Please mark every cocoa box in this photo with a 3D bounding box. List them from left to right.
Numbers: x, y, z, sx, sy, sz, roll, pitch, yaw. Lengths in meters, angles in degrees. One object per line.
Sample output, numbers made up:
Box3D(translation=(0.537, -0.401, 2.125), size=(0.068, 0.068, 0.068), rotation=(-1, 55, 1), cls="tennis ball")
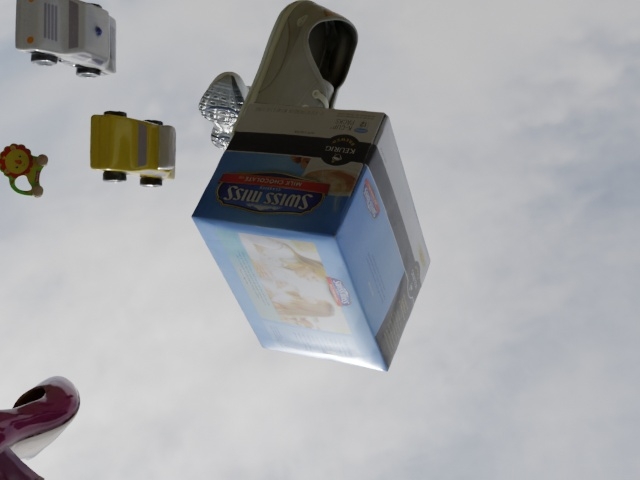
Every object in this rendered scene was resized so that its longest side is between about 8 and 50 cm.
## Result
Box3D(translation=(0.000, 0.000, 1.567), size=(0.231, 0.347, 0.228), rotation=(8, -125, 24), cls="cocoa box")

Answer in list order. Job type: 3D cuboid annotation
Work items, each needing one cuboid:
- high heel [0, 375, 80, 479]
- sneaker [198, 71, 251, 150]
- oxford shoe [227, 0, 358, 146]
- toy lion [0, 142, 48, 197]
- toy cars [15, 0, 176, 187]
Box3D(translation=(-0.448, 0.239, 1.472), size=(0.127, 0.181, 0.377), rotation=(-45, -166, 6), cls="high heel")
Box3D(translation=(-0.194, -0.301, 2.318), size=(0.111, 0.297, 0.129), rotation=(18, -109, 3), cls="sneaker")
Box3D(translation=(-0.044, -0.193, 1.744), size=(0.130, 0.169, 0.450), rotation=(8, -103, 36), cls="oxford shoe")
Box3D(translation=(-0.592, -0.140, 2.086), size=(0.096, 0.100, 0.034), rotation=(8, 175, -15), cls="toy lion")
Box3D(translation=(-0.285, -0.207, 1.479), size=(0.087, 0.394, 0.176), rotation=(-1, -134, 25), cls="toy cars")
